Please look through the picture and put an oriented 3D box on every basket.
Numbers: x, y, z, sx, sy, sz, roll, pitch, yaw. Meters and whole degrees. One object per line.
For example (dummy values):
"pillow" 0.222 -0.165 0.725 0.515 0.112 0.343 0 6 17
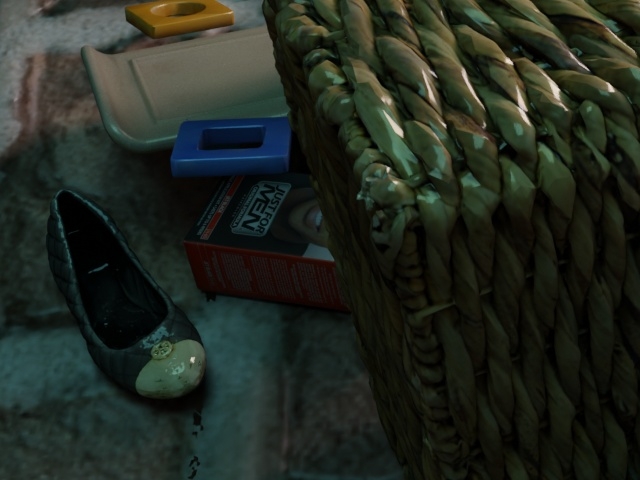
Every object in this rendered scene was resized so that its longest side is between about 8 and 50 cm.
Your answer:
"basket" 0.119 -0.008 0.656 0.223 0.299 0.213 -20 42 -3

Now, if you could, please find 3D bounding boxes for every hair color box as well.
"hair color box" 0.000 0.000 0.863 0.141 0.043 0.072 7 46 20

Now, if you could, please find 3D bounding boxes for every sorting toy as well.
"sorting toy" -0.045 -0.093 0.942 0.196 0.047 0.348 -8 25 -11

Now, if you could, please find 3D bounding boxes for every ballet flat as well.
"ballet flat" -0.119 0.033 0.855 0.057 0.049 0.173 -30 46 -15
